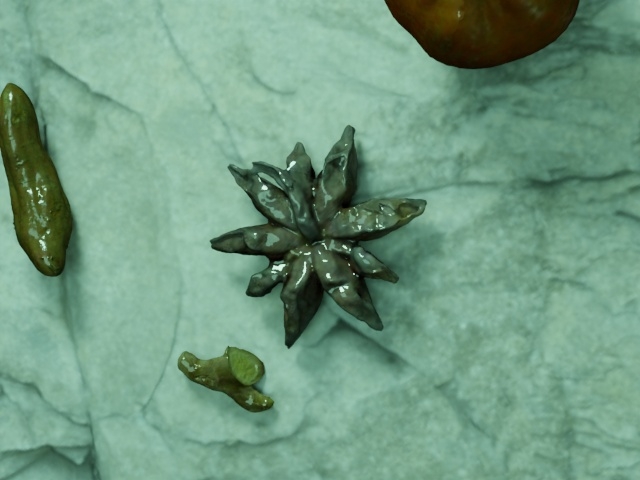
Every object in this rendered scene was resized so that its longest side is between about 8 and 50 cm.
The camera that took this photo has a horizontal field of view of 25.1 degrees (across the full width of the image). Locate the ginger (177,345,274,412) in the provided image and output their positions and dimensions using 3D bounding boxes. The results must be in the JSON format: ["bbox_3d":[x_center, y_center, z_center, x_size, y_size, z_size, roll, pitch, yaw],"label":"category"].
[{"bbox_3d":[-0.083,0.118,1.282,0.097,0.030,0.048,27,99,11],"label":"ginger"}]

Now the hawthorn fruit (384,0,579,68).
[{"bbox_3d":[0.127,-0.228,1.151,0.189,0.189,0.189,0,91,14],"label":"hawthorn fruit"}]

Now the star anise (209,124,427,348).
[{"bbox_3d":[0.000,0.000,1.242,0.195,0.065,0.182,-20,87,10],"label":"star anise"}]

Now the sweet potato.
[{"bbox_3d":[-0.263,-0.055,1.314,0.053,0.054,0.182,-16,89,48],"label":"sweet potato"}]
